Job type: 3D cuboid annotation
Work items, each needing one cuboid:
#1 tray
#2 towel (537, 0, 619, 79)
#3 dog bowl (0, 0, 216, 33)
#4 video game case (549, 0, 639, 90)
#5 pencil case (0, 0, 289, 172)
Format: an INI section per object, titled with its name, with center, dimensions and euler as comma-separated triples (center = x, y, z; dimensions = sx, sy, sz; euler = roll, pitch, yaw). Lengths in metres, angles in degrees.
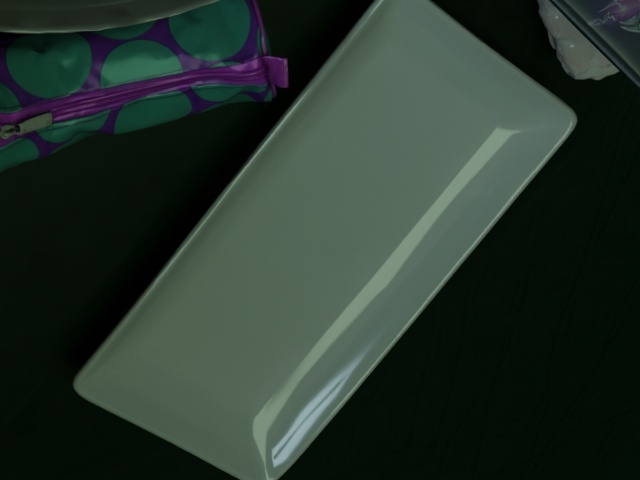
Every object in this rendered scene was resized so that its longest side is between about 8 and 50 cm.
[tray]
center = 0.000, 0.000, 0.964
dimensions = 0.145, 0.030, 0.270
euler = 32, 102, -34
[towel]
center = 0.202, -0.279, 0.874
dimensions = 0.317, 0.053, 0.332
euler = -31, 126, -5
[dog bowl]
center = -0.107, -0.255, 0.699
dimensions = 0.349, 0.102, 0.348
euler = -5, 124, -8
[video game case]
center = 0.157, -0.177, 0.761
dimensions = 0.196, 0.026, 0.274
euler = -47, 132, 8
[pencil case]
center = -0.097, -0.076, 0.856
dimensions = 0.152, 0.070, 0.064
euler = -17, 123, -14
